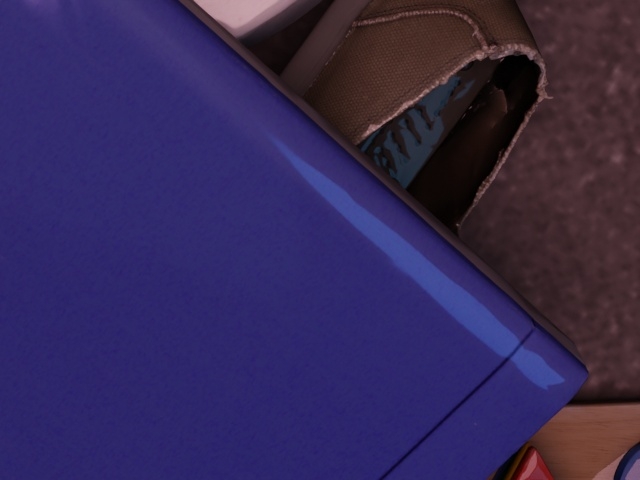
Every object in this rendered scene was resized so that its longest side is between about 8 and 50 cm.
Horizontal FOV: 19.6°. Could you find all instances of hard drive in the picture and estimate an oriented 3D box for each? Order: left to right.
[{"bbox_3d":[-0.090,0.017,0.650,0.319,0.040,0.210,41,103,-19],"label":"hard drive"}]

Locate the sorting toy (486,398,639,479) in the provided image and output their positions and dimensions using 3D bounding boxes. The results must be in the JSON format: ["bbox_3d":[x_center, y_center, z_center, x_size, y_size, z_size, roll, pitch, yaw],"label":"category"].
[{"bbox_3d":[0.102,0.134,0.751,0.274,0.046,0.132,-1,94,-7],"label":"sorting toy"}]

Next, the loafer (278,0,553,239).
[{"bbox_3d":[0.000,0.000,0.713,0.094,0.087,0.251,24,102,-37],"label":"loafer"}]

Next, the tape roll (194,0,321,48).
[{"bbox_3d":[-0.116,-0.242,0.671,0.392,0.072,0.392,0,92,0],"label":"tape roll"}]
